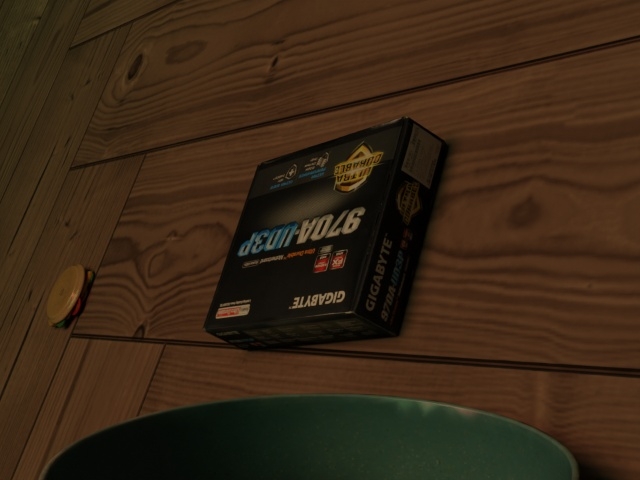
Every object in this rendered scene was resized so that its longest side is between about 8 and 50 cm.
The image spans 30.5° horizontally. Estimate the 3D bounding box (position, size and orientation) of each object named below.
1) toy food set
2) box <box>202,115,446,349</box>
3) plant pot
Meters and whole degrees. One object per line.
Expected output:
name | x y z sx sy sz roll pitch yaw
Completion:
toy food set | -0.311 0.068 1.447 0.082 0.020 0.083 -5 61 55
box | 0.000 0.000 1.004 0.220 0.051 0.175 -11 56 52
plant pot | -0.004 0.215 0.655 0.290 0.290 0.196 11 104 59
